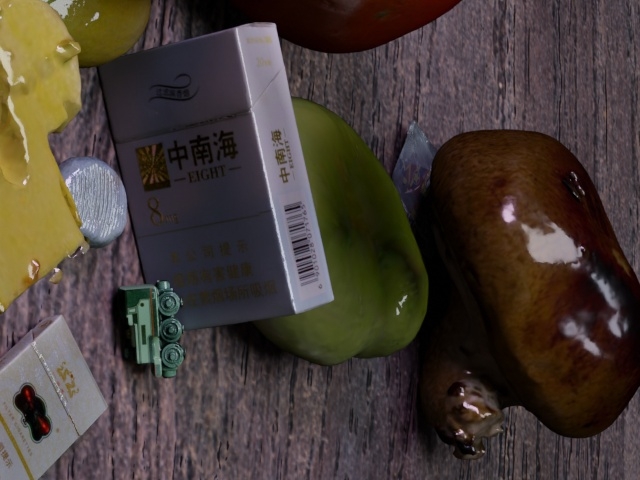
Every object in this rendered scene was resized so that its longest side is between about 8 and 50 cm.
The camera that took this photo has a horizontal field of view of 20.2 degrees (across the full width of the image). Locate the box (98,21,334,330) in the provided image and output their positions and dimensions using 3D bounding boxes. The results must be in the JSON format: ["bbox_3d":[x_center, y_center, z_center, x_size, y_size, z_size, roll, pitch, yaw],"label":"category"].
[{"bbox_3d":[-0.089,-0.051,1.520,0.067,0.155,0.243,-18,96,-57],"label":"box"}]

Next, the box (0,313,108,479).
[{"bbox_3d":[-0.231,0.137,1.376,0.167,0.024,0.090,-47,120,-49],"label":"box"}]

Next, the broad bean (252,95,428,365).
[{"bbox_3d":[0.001,0.000,1.670,0.291,0.119,0.238,53,43,-34],"label":"broad bean"}]

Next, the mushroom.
[{"bbox_3d":[0.192,0.047,1.882,0.345,0.260,0.345,-24,90,-84],"label":"mushroom"}]

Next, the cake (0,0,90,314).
[{"bbox_3d":[-0.294,-0.042,1.145,0.286,0.227,0.222,-44,118,-51],"label":"cake"}]

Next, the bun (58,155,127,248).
[{"bbox_3d":[-0.193,-0.030,1.456,0.083,0.045,0.083,17,68,-50],"label":"bun"}]

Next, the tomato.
[{"bbox_3d":[0.026,-0.295,1.630,0.299,0.299,0.226,13,50,-54],"label":"tomato"}]

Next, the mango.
[{"bbox_3d":[-0.217,-0.199,1.431,0.195,0.092,0.130,-13,95,-47],"label":"mango"}]

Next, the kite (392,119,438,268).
[{"bbox_3d":[0.094,-0.005,1.903,0.141,0.015,0.245,57,39,-36],"label":"kite"}]

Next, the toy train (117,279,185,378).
[{"bbox_3d":[-0.140,0.075,1.505,0.033,0.053,0.083,-159,-114,-78],"label":"toy train"}]
